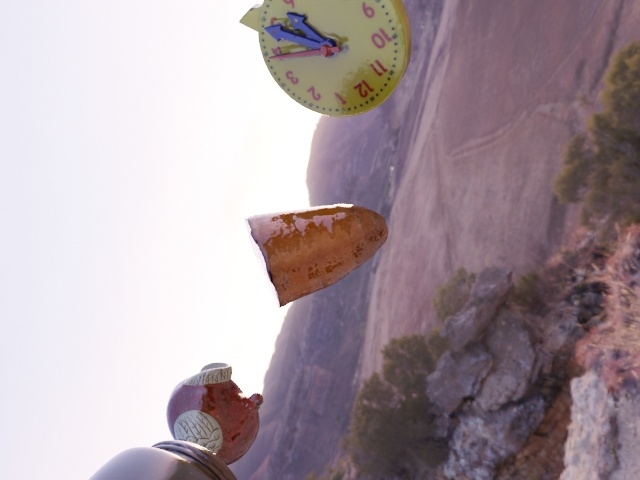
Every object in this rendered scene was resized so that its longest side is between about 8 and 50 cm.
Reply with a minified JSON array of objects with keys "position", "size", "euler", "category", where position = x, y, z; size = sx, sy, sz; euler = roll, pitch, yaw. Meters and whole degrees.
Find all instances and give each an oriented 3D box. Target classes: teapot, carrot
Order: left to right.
[{"position":[-0.149,0.293,0.602],"size":[0.186,0.267,0.175],"euler":[66,-149,-15],"category":"teapot"},{"position":[0.000,0.000,0.938],"size":[0.159,0.224,0.159],"euler":[159,90,-86],"category":"carrot"}]

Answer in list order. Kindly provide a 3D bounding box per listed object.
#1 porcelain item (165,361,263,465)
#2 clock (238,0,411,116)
[{"position":[-0.246,0.427,1.427],"size":[0.253,0.252,0.253],"euler":[14,-90,-89],"category":"porcelain item"},{"position":[0.014,-0.347,1.003],"size":[0.277,0.293,0.071],"euler":[-38,17,42],"category":"clock"}]
